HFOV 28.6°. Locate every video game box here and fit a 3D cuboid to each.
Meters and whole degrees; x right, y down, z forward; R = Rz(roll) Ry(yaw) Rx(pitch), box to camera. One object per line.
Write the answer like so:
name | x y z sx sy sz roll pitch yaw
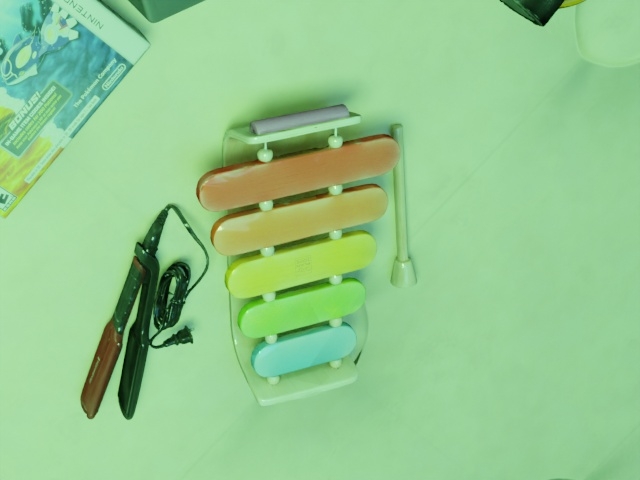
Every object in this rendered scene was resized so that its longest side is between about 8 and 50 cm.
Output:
video game box | -0.276 -0.147 1.049 0.187 0.048 0.205 37 96 -34

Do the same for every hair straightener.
hair straightener | -0.165 0.074 1.235 0.089 0.047 0.231 9 108 -31

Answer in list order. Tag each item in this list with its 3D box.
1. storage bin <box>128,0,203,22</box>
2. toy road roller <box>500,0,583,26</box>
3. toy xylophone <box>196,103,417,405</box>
storage bin | -0.117 -0.246 1.035 0.135 0.091 0.098 -28 138 -13
toy road roller | 0.135 -0.336 1.089 0.329 0.240 0.202 37 99 1
toy xylophone | 0.000 0.000 1.247 0.236 0.081 0.323 -20 124 -16
